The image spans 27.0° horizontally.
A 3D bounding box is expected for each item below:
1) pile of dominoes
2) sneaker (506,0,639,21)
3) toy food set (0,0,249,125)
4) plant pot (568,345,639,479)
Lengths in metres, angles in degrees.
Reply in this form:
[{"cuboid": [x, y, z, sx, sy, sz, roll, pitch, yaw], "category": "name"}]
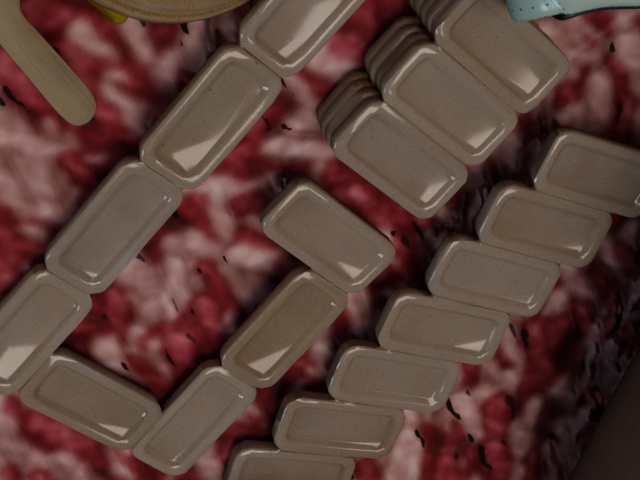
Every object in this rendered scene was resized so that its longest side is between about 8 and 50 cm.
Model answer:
[{"cuboid": [0.000, 0.000, 0.561, 0.196, 0.040, 0.251, 35, 107, -31], "category": "pile of dominoes"}, {"cuboid": [0.171, -0.156, 0.487, 0.255, 0.094, 0.151, -14, 103, -3], "category": "sneaker"}, {"cuboid": [-0.052, -0.142, 0.464, 0.192, 0.038, 0.132, -40, 128, -10], "category": "toy food set"}, {"cuboid": [0.225, 0.103, 0.577, 0.263, 0.263, 0.229, 17, 124, -27], "category": "plant pot"}]
